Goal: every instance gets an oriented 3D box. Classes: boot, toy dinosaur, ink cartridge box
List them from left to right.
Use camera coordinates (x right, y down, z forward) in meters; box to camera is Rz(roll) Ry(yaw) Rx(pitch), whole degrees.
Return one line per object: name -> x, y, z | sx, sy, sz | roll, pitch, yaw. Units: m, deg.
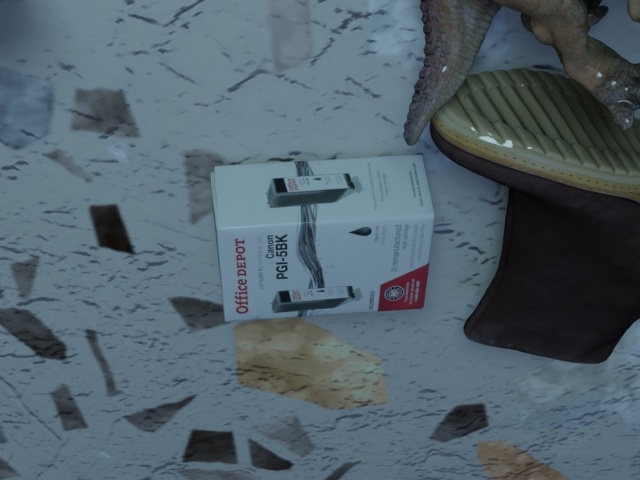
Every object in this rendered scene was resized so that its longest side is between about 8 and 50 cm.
ink cartridge box -> 0.000, 0.000, 0.733 | 0.135, 0.056, 0.099 | -4, 140, -4
boot -> 0.143, 0.004, 0.730 | 0.248, 0.090, 0.207 | 11, 134, -24
toy dinosaur -> 0.109, -0.167, 0.517 | 0.200, 0.127, 0.295 | 31, 139, -26
